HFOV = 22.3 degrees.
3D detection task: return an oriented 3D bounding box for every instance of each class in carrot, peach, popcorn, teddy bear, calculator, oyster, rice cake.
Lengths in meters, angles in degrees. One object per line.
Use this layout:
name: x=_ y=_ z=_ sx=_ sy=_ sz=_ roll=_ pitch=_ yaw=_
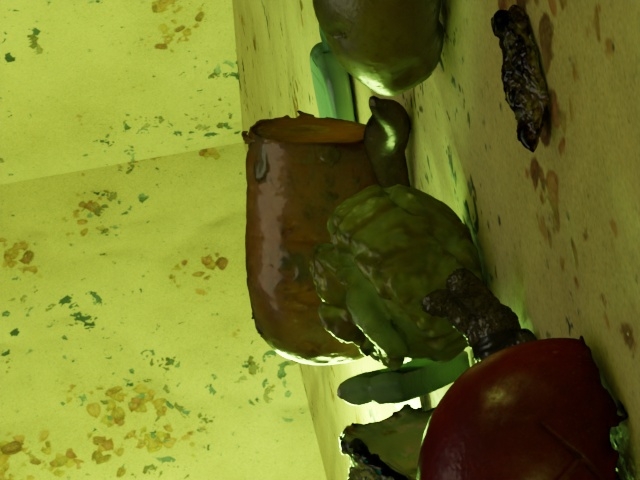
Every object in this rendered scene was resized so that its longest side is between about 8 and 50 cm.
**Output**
carrot: x=0.000 y=0.000 z=2.326 sx=0.224 sy=0.224 sz=0.341 roll=-121 pitch=30 yaw=-72
peach: x=0.190 y=0.194 z=1.396 sx=0.196 sy=0.226 sz=0.190 roll=31 pitch=179 yaw=35
popcorn: x=0.088 y=0.037 z=1.807 sx=0.221 sy=0.183 sz=0.204 roll=41 pitch=156 yaw=58
teddy bear: x=0.176 y=0.103 z=1.629 sx=0.160 sy=0.078 sz=0.119 roll=61 pitch=147 yaw=11
calculator: x=0.022 y=-0.208 z=2.537 sx=0.184 sy=0.042 sz=0.295 roll=-116 pitch=16 yaw=-67
oyster: x=0.119 y=0.217 z=1.658 sx=0.259 sy=0.198 sz=0.092 roll=-85 pitch=-13 yaw=-86
oyster: x=0.174 y=-0.145 z=1.415 sx=0.132 sy=0.029 sz=0.086 roll=-105 pitch=8 yaw=-47
rice cake: x=0.100 y=0.159 z=1.863 sx=0.221 sy=0.080 sz=0.042 roll=-8 pitch=-94 yaw=-64

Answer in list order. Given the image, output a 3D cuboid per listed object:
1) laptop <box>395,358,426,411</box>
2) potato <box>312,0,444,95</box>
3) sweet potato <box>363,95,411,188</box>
laptop: x=0.121 y=0.183 z=2.424 sx=0.269 sy=0.015 sz=0.188 roll=-156 pitch=55 yaw=-82
potato: x=0.069 y=-0.249 z=1.732 sx=0.157 sy=0.157 sz=0.194 roll=-109 pitch=-2 yaw=-53
sweet potato: x=0.090 y=-0.110 z=2.080 sx=0.249 sy=0.059 sz=0.069 roll=80 pitch=162 yaw=-47
